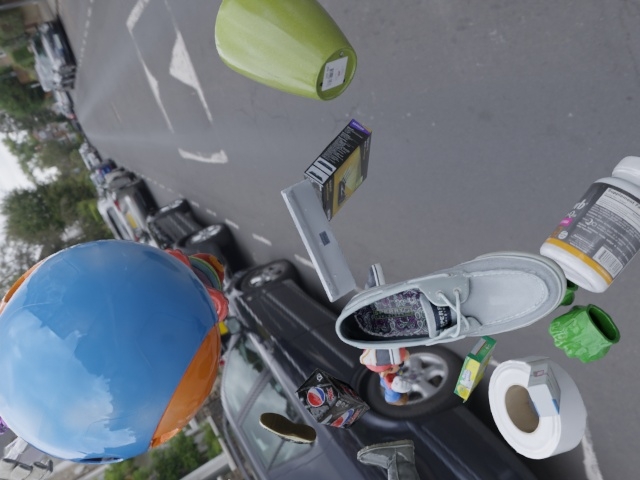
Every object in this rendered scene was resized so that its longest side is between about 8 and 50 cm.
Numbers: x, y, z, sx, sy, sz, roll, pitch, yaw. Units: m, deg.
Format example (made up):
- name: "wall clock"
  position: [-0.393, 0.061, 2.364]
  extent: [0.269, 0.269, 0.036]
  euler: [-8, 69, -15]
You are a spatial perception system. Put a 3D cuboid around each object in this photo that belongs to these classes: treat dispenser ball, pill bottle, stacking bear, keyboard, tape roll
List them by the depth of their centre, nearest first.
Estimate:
- name: "treat dispenser ball"
  position: [-0.278, 0.142, 0.687]
  extent: [0.288, 0.288, 0.288]
  euler: [50, 157, 31]
- name: "keyboard"
  position: [0.000, 0.000, 1.071]
  extent: [0.014, 0.072, 0.256]
  euler: [-10, 107, 57]
- name: "stacking bear"
  position: [-0.284, 0.100, 1.120]
  extent: [0.175, 0.164, 0.289]
  euler: [48, -175, -7]
- name: "pill bottle"
  position: [0.633, -0.036, 1.127]
  extent: [0.162, 0.278, 0.162]
  euler: [39, -178, -2]
- name: "tape roll"
  position: [0.633, 0.489, 1.523]
  extent: [0.286, 0.100, 0.286]
  euler: [176, 90, -68]

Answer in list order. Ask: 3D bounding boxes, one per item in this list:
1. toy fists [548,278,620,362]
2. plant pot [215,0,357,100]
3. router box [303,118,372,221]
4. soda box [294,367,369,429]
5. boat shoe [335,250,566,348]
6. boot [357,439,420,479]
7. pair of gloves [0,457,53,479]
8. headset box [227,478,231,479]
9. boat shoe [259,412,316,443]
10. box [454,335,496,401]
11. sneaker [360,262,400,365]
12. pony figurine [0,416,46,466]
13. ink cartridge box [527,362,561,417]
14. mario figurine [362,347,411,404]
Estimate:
- name: "toy fists"
  position: [0.620, 0.173, 1.303]
  extent: [0.279, 0.096, 0.142]
  euler: [59, 145, 20]
- name: "plant pot"
  position: [-0.060, -0.472, 1.258]
  extent: [0.293, 0.275, 0.275]
  euler: [43, 153, 25]
- name: "router box"
  position: [0.058, -0.212, 1.673]
  extent: [0.081, 0.243, 0.309]
  euler: [36, 165, 14]
- name: "soda box"
  position: [0.022, 0.253, 0.807]
  extent: [0.060, 0.053, 0.169]
  euler: [44, 178, 30]
- name: "boat shoe"
  position: [0.118, 0.070, 0.503]
  extent: [0.227, 0.081, 0.079]
  euler: [-16, 94, 30]
- name: "boot"
  position: [0.197, 0.675, 1.432]
  extent: [0.076, 0.189, 0.208]
  euler: [52, -155, -41]
- name: "pair of gloves"
  position: [-0.469, 0.452, 0.890]
  extent: [0.204, 0.240, 0.042]
  euler: [-54, 21, 25]
- name: "headset box"
  position: [-0.212, 0.869, 1.477]
  extent: [0.283, 0.246, 0.131]
  euler: [43, 153, -24]
- name: "boat shoe"
  position: [-0.087, 0.480, 1.289]
  extent: [0.056, 0.152, 0.049]
  euler: [-77, 13, -55]
- name: "box"
  position: [0.411, 0.346, 1.372]
  extent: [0.043, 0.105, 0.179]
  euler: [28, 134, 30]
- name: "sneaker"
  position: [0.154, 0.219, 1.548]
  extent: [0.126, 0.127, 0.321]
  euler: [68, -166, -57]
- name: "pony figurine"
  position: [-0.688, 0.400, 1.266]
  extent: [0.363, 0.351, 0.303]
  euler: [43, 139, 1]
- name: "ink cartridge box"
  position: [0.587, 0.390, 1.344]
  extent: [0.052, 0.122, 0.088]
  euler: [-22, 93, 32]
- name: "mario figurine"
  position: [0.260, 0.434, 1.741]
  extent: [0.198, 0.170, 0.320]
  euler: [31, 154, 35]
